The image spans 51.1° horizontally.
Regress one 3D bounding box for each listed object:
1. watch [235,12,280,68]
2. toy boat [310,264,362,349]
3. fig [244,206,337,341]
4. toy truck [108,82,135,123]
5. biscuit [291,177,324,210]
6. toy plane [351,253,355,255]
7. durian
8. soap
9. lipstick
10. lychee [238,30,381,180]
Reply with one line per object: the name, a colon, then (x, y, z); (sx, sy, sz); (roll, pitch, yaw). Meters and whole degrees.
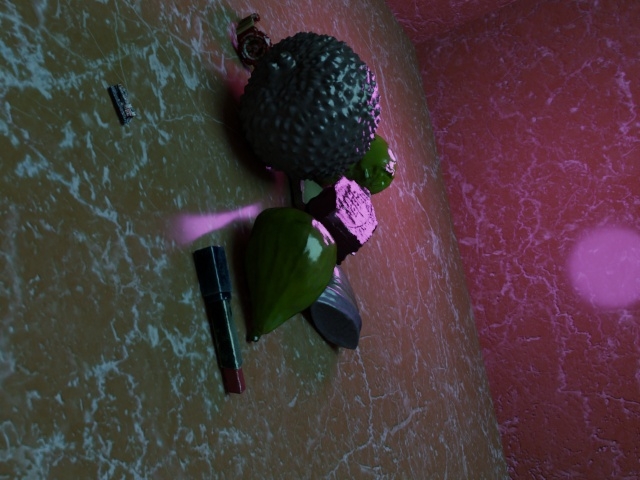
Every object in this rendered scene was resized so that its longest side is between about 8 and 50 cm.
watch: (-0.176, -0.601, 2.009); (0.164, 0.102, 0.268); (55, 20, -29)
toy boat: (0.051, 0.163, 1.891); (0.276, 0.111, 0.293); (59, 23, -23)
fig: (-0.081, 0.079, 1.597); (0.233, 0.233, 0.313); (6, 95, -64)
toy truck: (-0.397, -0.274, 1.347); (0.032, 0.024, 0.083); (-27, 95, -44)
biscuit: (-0.024, -0.123, 2.025); (0.199, 0.041, 0.121); (36, 39, -54)
toy plane: (0.007, 0.008, 1.830); (0.273, 0.107, 0.182); (15, 35, -30)
durian: (0.109, -0.252, 2.164); (0.255, 0.340, 0.204); (-52, 144, -35)
soap: (0.060, -0.070, 1.817); (0.182, 0.112, 0.289); (52, 25, -6)
lipstick: (-0.205, 0.167, 1.408); (0.051, 0.051, 0.312); (7, 68, -65)
lychee: (-0.028, -0.347, 1.787); (0.432, 0.381, 0.380); (50, 30, -55)
